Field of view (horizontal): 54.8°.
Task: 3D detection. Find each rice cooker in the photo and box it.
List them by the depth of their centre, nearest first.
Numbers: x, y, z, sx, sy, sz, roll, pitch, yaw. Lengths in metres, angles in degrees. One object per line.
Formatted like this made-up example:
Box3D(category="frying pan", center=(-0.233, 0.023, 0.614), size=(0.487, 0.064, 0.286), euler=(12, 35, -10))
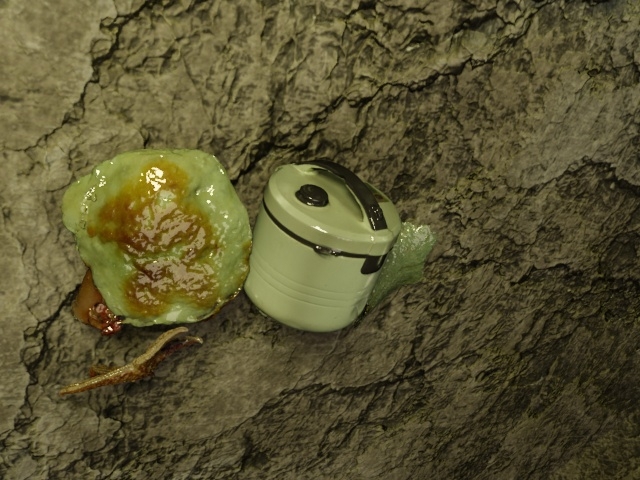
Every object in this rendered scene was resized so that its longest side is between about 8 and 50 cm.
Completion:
Box3D(category="rice cooker", center=(0.000, 0.000, 0.946), size=(0.226, 0.226, 0.244), euler=(-1, 127, -29))

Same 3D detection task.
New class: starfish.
Box3D(category="starfish", center=(-0.283, 0.191, 0.956), size=(0.238, 0.057, 0.213), euler=(-28, 173, 41))

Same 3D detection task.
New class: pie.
Box3D(category="pie", center=(-0.226, 0.005, 0.876), size=(0.257, 0.105, 0.275), euler=(-1, 112, -9))

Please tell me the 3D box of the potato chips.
Box3D(category="potato chips", center=(0.130, 0.074, 1.178), size=(0.167, 0.059, 0.228), euler=(-12, 126, -35))
